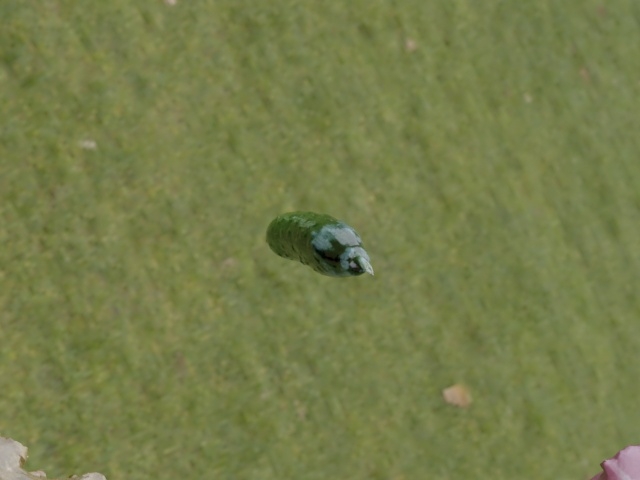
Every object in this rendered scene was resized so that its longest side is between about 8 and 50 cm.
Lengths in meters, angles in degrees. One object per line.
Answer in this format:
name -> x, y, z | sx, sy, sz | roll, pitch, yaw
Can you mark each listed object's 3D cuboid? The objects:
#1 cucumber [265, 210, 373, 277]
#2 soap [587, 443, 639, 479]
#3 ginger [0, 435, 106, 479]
cucumber -> 0.000, 0.000, 0.944 | 0.037, 0.037, 0.155 | 53, -13, -20
soap -> 0.308, 0.233, 1.094 | 0.220, 0.325, 0.127 | 56, -5, 21
ginger -> -0.278, 0.205, 1.325 | 0.173, 0.051, 0.069 | 29, 40, 0
